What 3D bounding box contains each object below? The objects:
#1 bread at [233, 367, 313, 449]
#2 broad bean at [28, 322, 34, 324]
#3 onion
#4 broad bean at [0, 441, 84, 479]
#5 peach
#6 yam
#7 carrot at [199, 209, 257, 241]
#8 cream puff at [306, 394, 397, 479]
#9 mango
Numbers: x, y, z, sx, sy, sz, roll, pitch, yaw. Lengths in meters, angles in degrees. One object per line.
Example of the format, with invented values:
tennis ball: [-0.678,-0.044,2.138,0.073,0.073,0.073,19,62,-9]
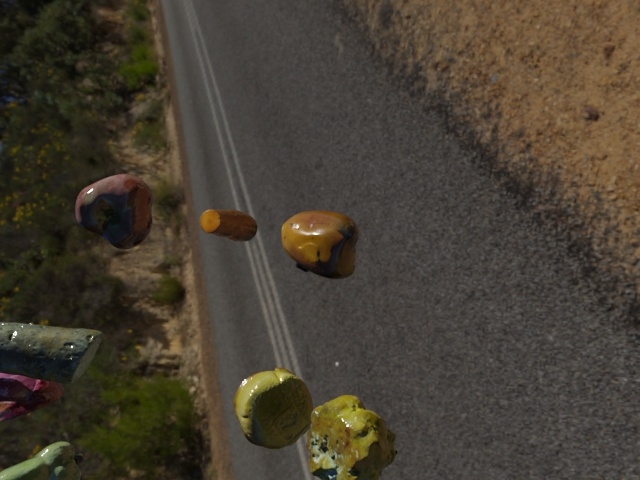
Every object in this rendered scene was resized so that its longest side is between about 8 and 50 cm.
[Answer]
bread: [-0.155,0.565,2.009,0.148,0.269,0.270,171,105,-67]
broad bean: [-0.846,0.298,1.500,0.043,0.297,0.060,48,163,52]
onion: [-0.813,0.380,1.561,0.247,0.250,0.111,0,97,30]
broad bean: [-0.614,0.503,1.253,0.169,0.227,0.100,-49,59,49]
peach: [-0.403,-0.057,1.198,0.152,0.152,0.152,-173,90,-73]
yam: [-0.681,0.252,1.371,0.133,0.330,0.133,-172,90,-81]
carrot: [-0.245,-0.045,1.597,0.087,0.193,0.087,-5,79,29]
cream puff: [0.090,0.544,1.584,0.281,0.185,0.282,-1,89,51]
mango: [0.000,0.000,1.768,0.287,0.201,0.153,12,138,44]
